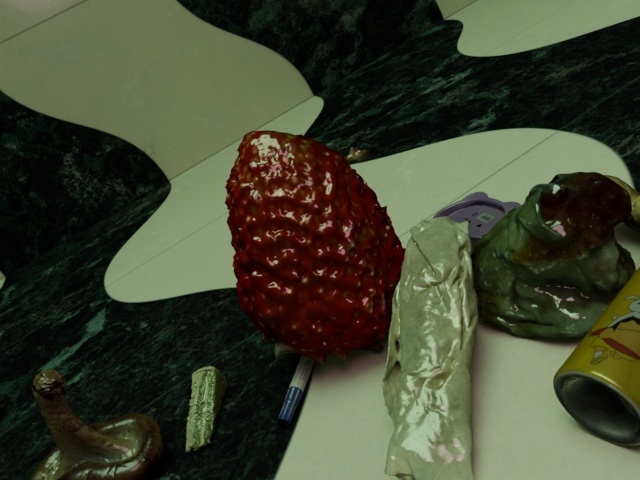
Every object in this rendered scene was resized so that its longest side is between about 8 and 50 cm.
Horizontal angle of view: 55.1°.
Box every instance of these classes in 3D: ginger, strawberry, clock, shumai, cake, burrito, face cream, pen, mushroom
[{"bbox_3d":[0.416,-0.053,0.849,0.059,0.133,0.214,-60,-10,12],"label":"ginger"},{"bbox_3d":[0.002,-0.001,0.916,0.292,0.344,0.292,-1,31,1],"label":"strawberry"},{"bbox_3d":[0.274,-0.027,1.055,0.110,0.050,0.152,-33,26,-12],"label":"clock"},{"bbox_3d":[0.294,-0.008,0.830,0.222,0.204,0.272,-37,23,-22],"label":"shumai"},{"bbox_3d":[-0.179,0.271,0.965,0.051,0.055,0.140,-18,44,16],"label":"cake"},{"bbox_3d":[0.142,0.120,0.789,0.117,0.076,0.392,-3,49,17],"label":"burrito"},{"bbox_3d":[0.399,0.068,0.690,0.348,0.105,0.105,-39,28,-25],"label":"face cream"},{"bbox_3d":[-0.026,0.203,0.946,0.025,0.025,0.204,-14,29,26],"label":"pen"},{"bbox_3d":[-0.371,0.280,0.904,0.227,0.218,0.148,-25,26,4],"label":"mushroom"}]
